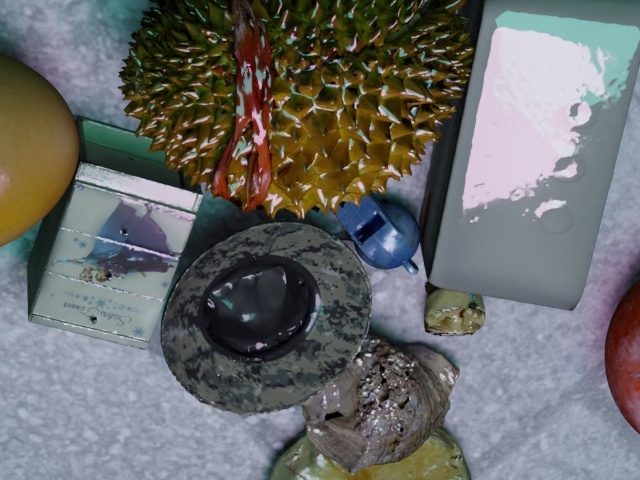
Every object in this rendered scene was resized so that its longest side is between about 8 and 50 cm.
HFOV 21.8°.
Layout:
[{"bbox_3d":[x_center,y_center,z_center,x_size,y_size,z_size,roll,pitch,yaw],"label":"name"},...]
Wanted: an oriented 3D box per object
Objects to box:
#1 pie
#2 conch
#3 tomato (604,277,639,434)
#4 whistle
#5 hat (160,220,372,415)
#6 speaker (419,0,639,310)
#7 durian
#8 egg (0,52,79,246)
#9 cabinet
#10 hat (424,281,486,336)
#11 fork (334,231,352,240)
[{"bbox_3d":[0.068,0.350,2.220,0.306,0.071,0.306,-6,118,-11],"label":"pie"},{"bbox_3d":[0.072,0.198,2.099,0.245,0.163,0.178,-4,112,-27],"label":"conch"},{"bbox_3d":[0.494,0.143,2.096,0.270,0.227,0.270,7,117,13],"label":"tomato"},{"bbox_3d":[0.069,-0.020,2.026,0.090,0.090,0.158,-40,78,12],"label":"whistle"},{"bbox_3d":[-0.079,0.074,2.012,0.265,0.128,0.266,-7,113,-17],"label":"hat"},{"bbox_3d":[0.239,-0.127,1.935,0.184,0.183,0.406,6,117,-7],"label":"speaker"},{"bbox_3d":[-0.027,-0.193,1.772,0.384,0.348,0.348,-19,120,12],"label":"durian"},{"bbox_3d":[-0.423,-0.095,1.792,0.322,0.250,0.250,-9,119,-8],"label":"egg"},{"bbox_3d":[-0.242,-0.009,1.928,0.145,0.150,0.206,15,114,-17],"label":"cabinet"},{"bbox_3d":[0.170,0.082,2.102,0.077,0.059,0.076,2,152,0],"label":"hat"},{"bbox_3d":[0.000,-0.001,2.052,0.115,0.016,0.012,-2,127,-7],"label":"fork"}]
